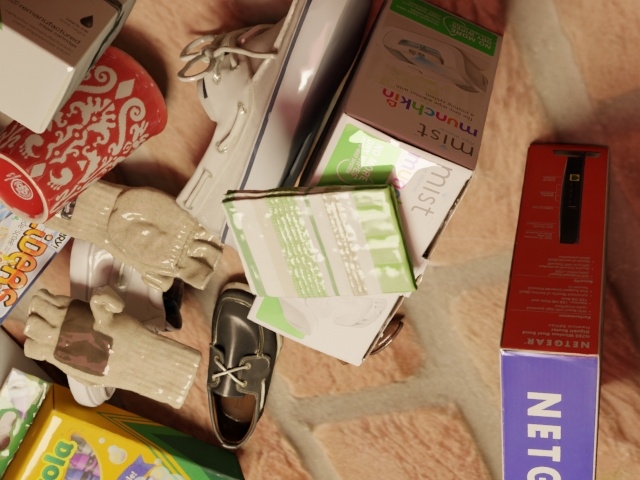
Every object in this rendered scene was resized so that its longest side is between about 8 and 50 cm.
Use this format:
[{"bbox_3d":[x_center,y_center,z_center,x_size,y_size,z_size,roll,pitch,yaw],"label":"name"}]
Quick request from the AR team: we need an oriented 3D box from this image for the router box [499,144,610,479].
[{"bbox_3d":[0.232,0.126,1.158,0.082,0.301,0.335,3,128,14],"label":"router box"}]

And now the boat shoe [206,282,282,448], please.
[{"bbox_3d":[-0.096,0.152,1.425,0.084,0.079,0.233,13,129,9],"label":"boat shoe"}]

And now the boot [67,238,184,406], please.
[{"bbox_3d":[-0.226,0.102,1.406,0.123,0.095,0.258,11,125,7],"label":"boot"}]

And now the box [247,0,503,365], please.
[{"bbox_3d":[0.054,-0.057,1.110,0.127,0.231,0.262,24,131,-3],"label":"box"}]

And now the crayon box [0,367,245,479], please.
[{"bbox_3d":[-0.285,0.318,1.512,0.323,0.083,0.203,26,102,-21],"label":"crayon box"}]

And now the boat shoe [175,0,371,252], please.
[{"bbox_3d":[-0.072,-0.149,1.156,0.156,0.136,0.367,31,138,4],"label":"boat shoe"}]

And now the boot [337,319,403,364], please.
[{"bbox_3d":[0.023,0.085,1.365,0.106,0.037,0.114,-32,109,32],"label":"boot"}]

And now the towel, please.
[{"bbox_3d":[0.000,0.000,1.011,0.152,0.023,0.113,-3,126,21],"label":"towel"}]

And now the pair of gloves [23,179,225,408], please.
[{"bbox_3d":[-0.216,0.053,1.316,0.204,0.042,0.240,14,100,5],"label":"pair of gloves"}]

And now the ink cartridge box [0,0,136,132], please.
[{"bbox_3d":[-0.268,-0.216,1.095,0.153,0.208,0.087,31,127,-10],"label":"ink cartridge box"}]

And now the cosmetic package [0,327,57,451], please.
[{"bbox_3d":[-0.517,0.261,1.625,0.377,0.097,0.284,-23,121,30],"label":"cosmetic package"}]

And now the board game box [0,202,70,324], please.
[{"bbox_3d":[-0.373,-0.002,1.353,0.136,0.035,0.201,29,115,-28],"label":"board game box"}]

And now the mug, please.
[{"bbox_3d":[-0.252,-0.093,1.199,0.113,0.169,0.150,36,146,7],"label":"mug"}]
